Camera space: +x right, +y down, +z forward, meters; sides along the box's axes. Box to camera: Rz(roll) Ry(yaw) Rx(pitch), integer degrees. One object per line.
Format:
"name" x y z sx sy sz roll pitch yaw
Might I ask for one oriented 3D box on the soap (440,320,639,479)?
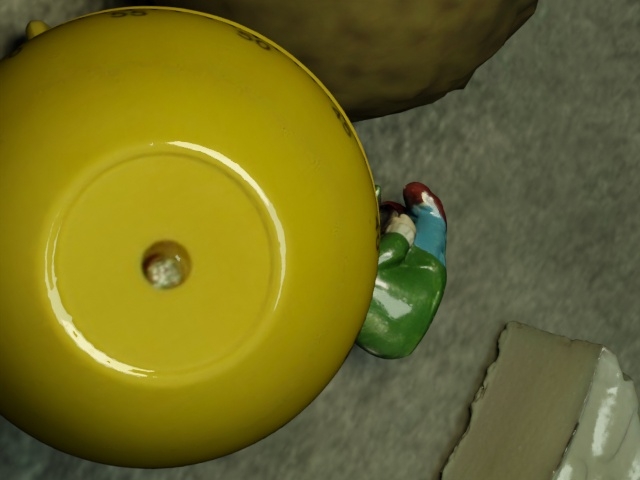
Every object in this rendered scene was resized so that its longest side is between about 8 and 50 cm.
"soap" 0.276 0.259 1.756 0.302 0.159 0.258 38 67 -32

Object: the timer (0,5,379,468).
"timer" -0.129 -0.003 1.310 0.376 0.387 0.376 -1 97 -6

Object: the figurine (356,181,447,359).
"figurine" 0.008 -0.008 1.578 0.234 0.127 0.185 29 60 -19

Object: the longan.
"longan" 0.024 -0.292 1.431 0.391 0.391 0.391 -1 91 -37
